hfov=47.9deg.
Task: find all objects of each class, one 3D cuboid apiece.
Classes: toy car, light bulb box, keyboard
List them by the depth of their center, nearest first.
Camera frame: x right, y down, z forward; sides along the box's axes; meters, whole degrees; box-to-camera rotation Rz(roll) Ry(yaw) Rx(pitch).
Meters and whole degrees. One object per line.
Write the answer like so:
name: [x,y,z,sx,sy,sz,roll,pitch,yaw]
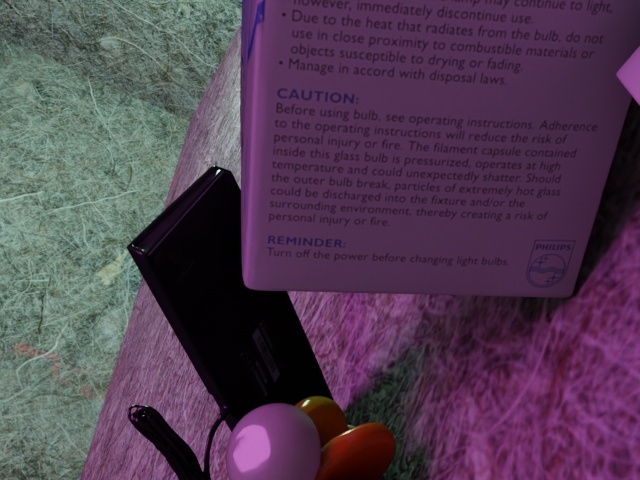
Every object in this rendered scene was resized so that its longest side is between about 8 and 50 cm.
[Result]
light bulb box: [0.059,-0.204,0.521,0.358,0.225,0.361,-102,15,-60]
toy car: [0.003,0.215,0.537,0.136,0.159,0.182,11,76,35]
keyboard: [-0.073,0.120,0.582,0.033,0.317,0.201,0,38,31]

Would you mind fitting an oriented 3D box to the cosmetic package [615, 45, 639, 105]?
cosmetic package: [0.257,-0.054,0.163,0.284,0.097,0.377,-53,22,31]
